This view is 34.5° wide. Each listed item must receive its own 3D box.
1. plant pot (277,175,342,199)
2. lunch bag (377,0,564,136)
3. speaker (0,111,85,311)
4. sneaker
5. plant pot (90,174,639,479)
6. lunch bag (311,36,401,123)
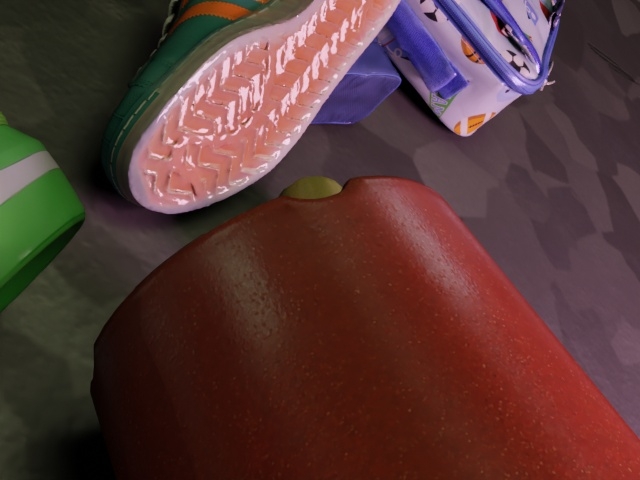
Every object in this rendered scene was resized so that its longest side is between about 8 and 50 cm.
[{"bbox_3d":[0.000,0.000,0.681,0.083,0.083,0.079,23,32,-31],"label":"plant pot"},{"bbox_3d":[0.104,-0.250,0.953,0.303,0.115,0.243,47,35,-13],"label":"lunch bag"},{"bbox_3d":[-0.246,-0.078,0.448,0.296,0.131,0.131,45,37,-6],"label":"speaker"},{"bbox_3d":[-0.059,-0.135,0.701,0.121,0.108,0.302,20,53,30],"label":"sneaker"},{"bbox_3d":[0.034,0.133,0.459,0.272,0.272,0.265,1,50,-45],"label":"plant pot"},{"bbox_3d":[0.011,-0.136,0.810,0.098,0.067,0.065,-5,62,-47],"label":"lunch bag"}]
